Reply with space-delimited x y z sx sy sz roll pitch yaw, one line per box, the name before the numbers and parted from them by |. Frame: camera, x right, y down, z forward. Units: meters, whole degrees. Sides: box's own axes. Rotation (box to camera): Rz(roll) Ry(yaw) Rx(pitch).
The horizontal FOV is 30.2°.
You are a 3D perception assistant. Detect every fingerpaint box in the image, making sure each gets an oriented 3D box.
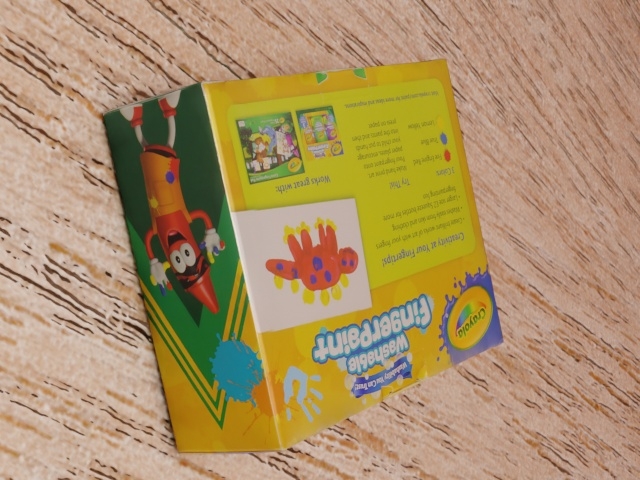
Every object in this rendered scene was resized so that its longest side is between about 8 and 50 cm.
fingerpaint box | 0.000 0.000 1.348 0.445 0.163 0.371 -17 96 -51
